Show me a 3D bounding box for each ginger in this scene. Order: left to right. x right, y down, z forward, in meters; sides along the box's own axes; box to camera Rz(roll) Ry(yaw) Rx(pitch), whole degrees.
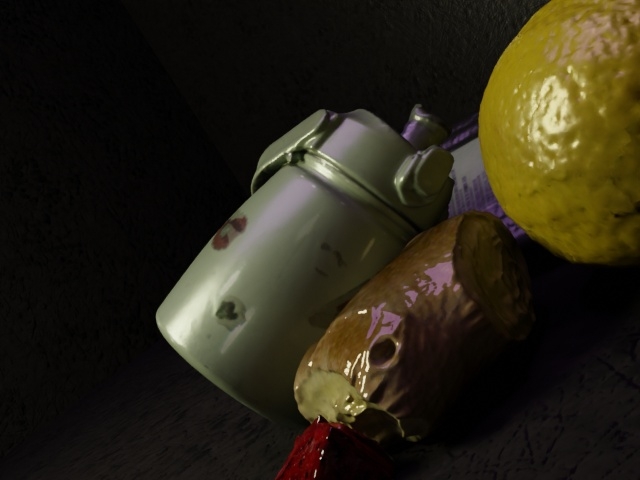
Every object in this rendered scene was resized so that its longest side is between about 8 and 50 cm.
[{"bbox_3d":[0.082,0.082,0.696,0.221,0.130,0.276,-40,-4,23],"label":"ginger"}]

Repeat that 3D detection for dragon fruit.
[{"bbox_3d":[-0.008,0.180,0.635,0.097,0.063,0.131,-34,5,-15],"label":"dragon fruit"}]

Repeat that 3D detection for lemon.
[{"bbox_3d":[0.259,-0.099,0.661,0.254,0.253,0.310,-33,5,-6],"label":"lemon"}]

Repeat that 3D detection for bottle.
[{"bbox_3d":[0.000,0.000,0.841,0.351,0.229,0.229,-55,6,0],"label":"bottle"}]

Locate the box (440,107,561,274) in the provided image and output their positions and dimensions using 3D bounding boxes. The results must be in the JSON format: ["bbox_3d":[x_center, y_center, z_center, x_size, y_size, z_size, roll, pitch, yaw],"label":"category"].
[{"bbox_3d":[0.204,-0.059,0.971,0.289,0.073,0.289,-30,36,27],"label":"box"}]
